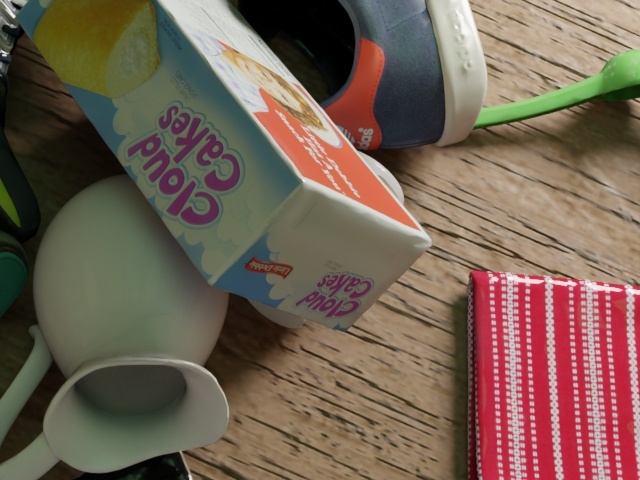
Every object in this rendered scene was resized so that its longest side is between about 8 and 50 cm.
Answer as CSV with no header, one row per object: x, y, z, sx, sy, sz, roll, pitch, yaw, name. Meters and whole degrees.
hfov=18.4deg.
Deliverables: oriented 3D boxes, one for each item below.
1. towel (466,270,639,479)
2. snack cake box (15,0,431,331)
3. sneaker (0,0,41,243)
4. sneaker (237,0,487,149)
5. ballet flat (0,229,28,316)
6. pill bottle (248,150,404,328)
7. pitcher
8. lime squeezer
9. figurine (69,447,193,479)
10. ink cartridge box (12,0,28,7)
0.237,0.122,1.373,0.275,0.031,0.198,6,65,-10,towel
-0.064,-0.072,1.269,0.089,0.152,0.264,-47,56,12,snack cake box
-0.239,-0.139,1.339,0.121,0.111,0.300,-15,75,-26,sneaker
0.002,-0.223,1.416,0.148,0.131,0.350,-11,67,-12,sneaker
-0.268,0.078,1.262,0.068,0.072,0.213,25,70,35,ballet flat
0.000,0.000,1.351,0.067,0.067,0.120,35,64,4,pill bottle
-0.142,0.060,1.248,0.178,0.125,0.207,-24,35,13,pitcher
0.257,-0.076,1.449,0.310,0.059,0.110,22,64,-4,lime squeezer
-0.151,0.252,1.206,0.209,0.092,0.215,-20,74,-12,figurine
-0.186,-0.278,1.366,0.189,0.097,0.255,29,76,-45,ink cartridge box
